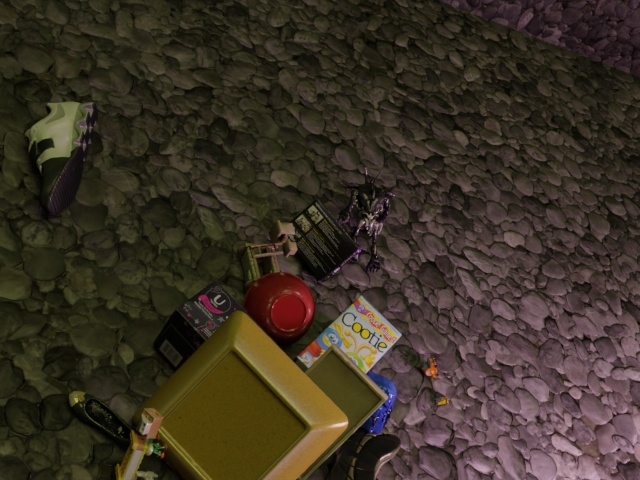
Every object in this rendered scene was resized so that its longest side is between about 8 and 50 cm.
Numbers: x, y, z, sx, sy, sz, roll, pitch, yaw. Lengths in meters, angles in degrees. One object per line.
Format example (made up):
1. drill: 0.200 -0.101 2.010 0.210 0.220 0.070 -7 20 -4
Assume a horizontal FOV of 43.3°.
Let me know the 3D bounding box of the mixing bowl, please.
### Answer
1. mixing bowl: -0.087 0.166 1.898 0.181 0.098 0.182 0 91 -16

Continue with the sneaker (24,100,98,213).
1. sneaker: -0.641 -0.202 1.924 0.146 0.122 0.331 7 51 -3

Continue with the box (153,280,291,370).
1. box: -0.217 0.245 1.775 0.247 0.163 0.142 46 43 8

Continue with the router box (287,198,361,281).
1. router box: 0.000 0.000 2.124 0.179 0.133 0.046 51 4 13

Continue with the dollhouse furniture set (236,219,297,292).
1. dollhouse furniture set: -0.122 0.069 1.970 0.101 0.161 0.182 3 54 -29

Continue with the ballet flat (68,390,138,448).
1. ballet flat: -0.435 0.358 1.635 0.173 0.049 0.057 36 45 -1

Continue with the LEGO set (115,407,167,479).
1. LEGO set: -0.333 0.472 1.549 0.107 0.132 0.287 18 71 -24

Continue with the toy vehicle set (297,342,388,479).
1. toy vehicle set: -0.005 0.374 1.752 0.166 0.267 0.035 45 8 7

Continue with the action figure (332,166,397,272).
1. action figure: 0.118 -0.058 2.233 0.164 0.141 0.276 15 65 -18

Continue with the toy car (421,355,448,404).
1. toy car: 0.290 0.359 2.066 0.040 0.060 0.122 -14 51 -2

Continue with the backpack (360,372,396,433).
1. backpack: 0.122 0.374 1.857 0.098 0.120 0.101 23 13 10

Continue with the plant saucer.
1. plant saucer: -0.171 0.368 1.616 0.333 0.333 0.081 44 2 7

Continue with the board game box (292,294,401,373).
1. board game box: 0.042 0.280 1.915 0.142 0.144 0.275 45 45 7

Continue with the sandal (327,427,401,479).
1. sandal: 0.086 0.502 1.802 0.120 0.086 0.303 26 27 16
